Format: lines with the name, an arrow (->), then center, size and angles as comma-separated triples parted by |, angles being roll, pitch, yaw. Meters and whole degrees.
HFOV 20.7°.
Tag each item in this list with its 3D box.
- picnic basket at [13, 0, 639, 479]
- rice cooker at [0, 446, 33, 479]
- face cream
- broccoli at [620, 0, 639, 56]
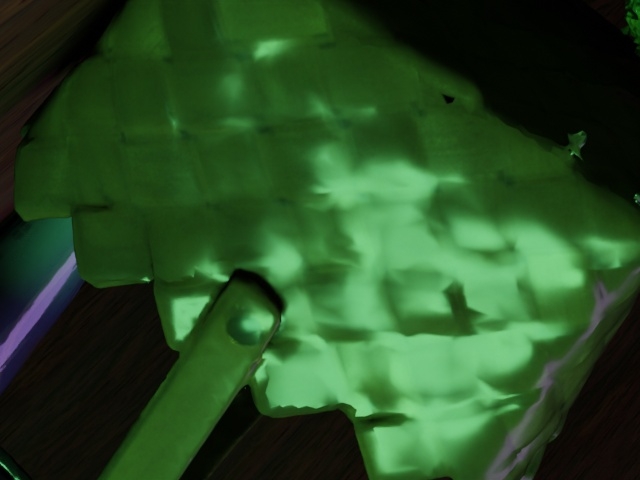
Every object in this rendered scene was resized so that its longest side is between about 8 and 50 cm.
picnic basket -> 0.000, 0.000, 0.843 | 0.321, 0.291, 0.254 | -57, 176, 32
rice cooker -> -0.274, 0.223, 0.984 | 0.224, 0.267, 0.267 | -41, -177, 38
face cream -> -0.226, 0.051, 1.214 | 0.385, 0.086, 0.135 | -49, -177, -10
broccoli -> 0.269, -0.200, 0.780 | 0.413, 0.310, 0.321 | 0, 169, 17
